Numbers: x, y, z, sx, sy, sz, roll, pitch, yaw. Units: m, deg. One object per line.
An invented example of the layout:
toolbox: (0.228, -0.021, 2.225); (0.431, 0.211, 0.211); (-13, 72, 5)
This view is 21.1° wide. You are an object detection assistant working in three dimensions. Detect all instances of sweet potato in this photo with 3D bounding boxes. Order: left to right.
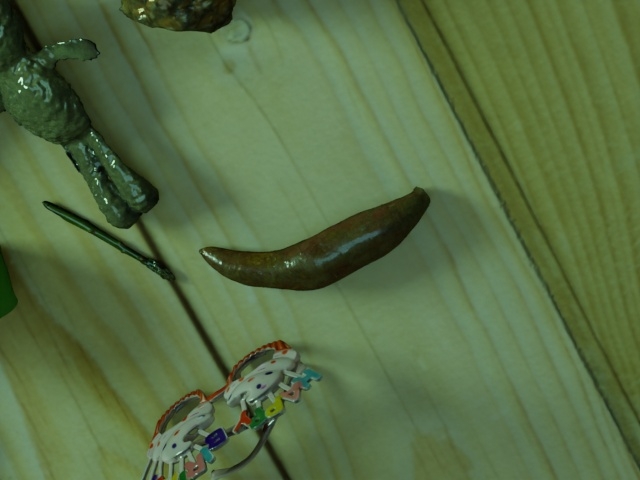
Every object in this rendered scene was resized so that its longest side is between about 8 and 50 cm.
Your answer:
sweet potato: (0.000, 0.011, 1.844); (0.255, 0.058, 0.078); (-16, 88, 7)

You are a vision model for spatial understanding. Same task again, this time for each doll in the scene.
doll: (-0.280, -0.145, 1.786); (0.286, 0.091, 0.202); (30, 137, 3)

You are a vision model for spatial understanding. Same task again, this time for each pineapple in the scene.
pineapple: (-0.138, -0.335, 1.720); (0.128, 0.128, 0.248); (4, 102, -1)

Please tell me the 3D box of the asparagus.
asparagus: (-0.229, 0.000, 1.861); (0.166, 0.013, 0.016); (30, 61, -9)

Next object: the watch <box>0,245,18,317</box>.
watch: (-0.412, 0.050, 1.818); (0.165, 0.152, 0.131); (-2, 111, 46)

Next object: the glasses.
glasses: (-0.093, 0.210, 1.843); (0.255, 0.162, 0.095); (-38, 105, 10)
